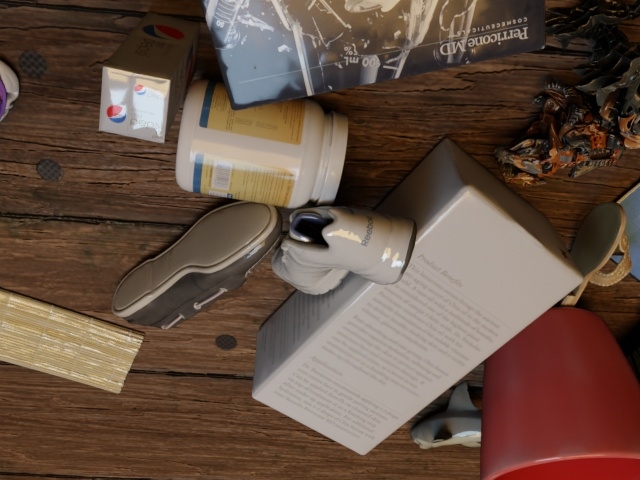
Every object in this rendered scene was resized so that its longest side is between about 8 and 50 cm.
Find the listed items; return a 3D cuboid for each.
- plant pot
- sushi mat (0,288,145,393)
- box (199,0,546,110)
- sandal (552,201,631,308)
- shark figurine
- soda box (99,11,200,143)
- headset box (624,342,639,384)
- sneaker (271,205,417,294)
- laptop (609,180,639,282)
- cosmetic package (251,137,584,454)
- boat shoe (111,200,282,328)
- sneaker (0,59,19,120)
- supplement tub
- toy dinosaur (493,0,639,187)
[{"bbox_3d":[0.370,0.254,0.982,0.275,0.243,0.275,0,143,0],"label":"plant pot"},{"bbox_3d":[-0.470,0.164,1.071,0.317,0.019,0.151,20,121,-14],"label":"sushi mat"},{"bbox_3d":[0.038,-0.339,0.661,0.343,0.179,0.312,-10,124,6],"label":"box"},{"bbox_3d":[0.420,0.033,0.954,0.079,0.088,0.240,6,138,-7],"label":"sandal"},{"bbox_3d":[0.290,0.311,1.138,0.278,0.116,0.166,-7,157,13],"label":"shark figurine"},{"bbox_3d":[-0.188,-0.192,0.727,0.069,0.216,0.073,10,123,-8],"label":"soda box"},{"bbox_3d":[0.592,0.311,1.091,0.246,0.131,0.283,19,132,-13],"label":"headset box"},{"bbox_3d":[0.000,0.000,0.856,0.129,0.111,0.297,22,160,-24],"label":"sneaker"},{"bbox_3d":[0.674,0.003,0.868,0.382,0.408,0.236,32,83,-20],"label":"laptop"},{"bbox_3d":[0.121,0.100,0.955,0.230,0.161,0.453,34,116,-21],"label":"cosmetic package"},{"bbox_3d":[-0.169,0.042,0.944,0.335,0.112,0.095,-28,137,28],"label":"boat shoe"},{"bbox_3d":[-0.478,-0.129,0.831,0.095,0.104,0.236,26,120,-18],"label":"sneaker"},{"bbox_3d":[-0.075,-0.119,0.819,0.200,0.144,0.144,9,122,-8],"label":"supplement tub"},{"bbox_3d":[0.373,-0.186,0.813,0.322,0.164,0.218,-38,132,1],"label":"toy dinosaur"}]
